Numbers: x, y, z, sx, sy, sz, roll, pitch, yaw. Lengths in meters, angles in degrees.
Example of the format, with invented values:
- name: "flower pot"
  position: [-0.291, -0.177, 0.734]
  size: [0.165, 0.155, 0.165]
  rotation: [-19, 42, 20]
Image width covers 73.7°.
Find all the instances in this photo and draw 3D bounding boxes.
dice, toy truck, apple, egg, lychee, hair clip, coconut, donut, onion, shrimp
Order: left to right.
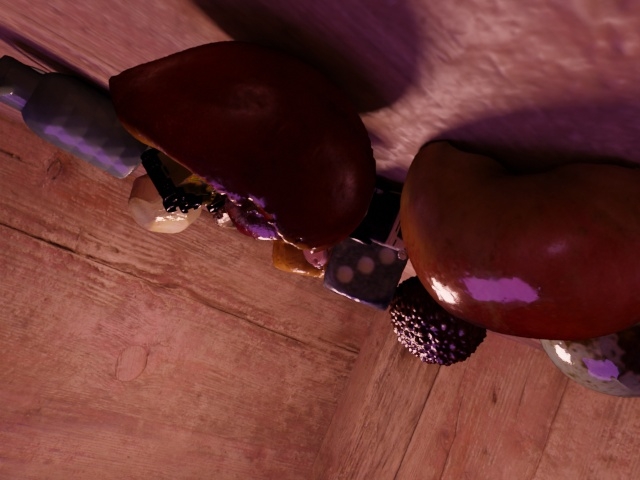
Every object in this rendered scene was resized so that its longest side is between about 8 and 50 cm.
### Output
- name: "coconut"
  position: [-0.564, -0.151, 1.587]
  size: [0.259, 0.259, 0.259]
  rotation: [23, 174, 3]
- name: "toy truck"
  position: [-0.259, -0.139, 0.923]
  size: [0.127, 0.127, 0.257]
  rotation: [59, -171, 4]
- name: "shrimp"
  position: [-0.160, -0.063, 1.089]
  size: [0.173, 0.058, 0.253]
  rotation: [-30, 162, 32]
- name: "onion"
  position: [-0.104, -0.074, 0.934]
  size: [0.195, 0.140, 0.218]
  rotation: [4, -176, 4]
- name: "donut"
  position: [-0.029, 0.044, 1.469]
  size: [0.299, 0.150, 0.317]
  rotation: [9, 177, 11]
- name: "hair clip"
  position: [-0.007, -0.004, 1.167]
  size: [0.123, 0.138, 0.102]
  rotation: [28, 173, 46]
- name: "toy truck"
  position: [0.052, -0.051, 0.729]
  size: [0.242, 0.101, 0.125]
  rotation: [22, 179, 40]
- name: "dice"
  position: [0.116, 0.068, 1.089]
  size: [0.183, 0.182, 0.181]
  rotation: [21, 173, 7]
- name: "lychee"
  position: [0.309, 0.180, 1.111]
  size: [0.264, 0.300, 0.264]
  rotation: [-11, -167, 3]
- name: "apple"
  position: [0.215, 0.024, 0.471]
  size: [0.293, 0.163, 0.251]
  rotation: [20, 172, 40]
- name: "egg"
  position: [0.388, 0.116, 0.587]
  size: [0.169, 0.169, 0.231]
  rotation: [24, -173, 0]

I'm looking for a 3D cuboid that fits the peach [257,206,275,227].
- name: "peach"
  position: [-0.060, -0.079, 0.641]
  size: [0.279, 0.068, 0.189]
  rotation: [2, 120, 50]

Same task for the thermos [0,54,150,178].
- name: "thermos"
  position: [-0.501, -0.261, 0.871]
  size: [0.286, 0.145, 0.182]
  rotation: [32, -160, -38]

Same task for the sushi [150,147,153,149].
- name: "sushi"
  position: [-0.548, -0.269, 1.298]
  size: [0.120, 0.052, 0.055]
  rotation: [20, 172, 25]

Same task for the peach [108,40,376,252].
- name: "peach"
  position: [-0.054, -0.105, 0.414]
  size: [0.267, 0.154, 0.159]
  rotation: [36, 178, -21]
